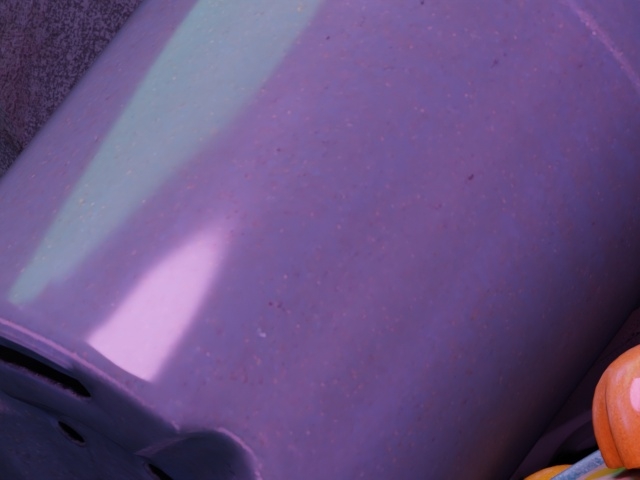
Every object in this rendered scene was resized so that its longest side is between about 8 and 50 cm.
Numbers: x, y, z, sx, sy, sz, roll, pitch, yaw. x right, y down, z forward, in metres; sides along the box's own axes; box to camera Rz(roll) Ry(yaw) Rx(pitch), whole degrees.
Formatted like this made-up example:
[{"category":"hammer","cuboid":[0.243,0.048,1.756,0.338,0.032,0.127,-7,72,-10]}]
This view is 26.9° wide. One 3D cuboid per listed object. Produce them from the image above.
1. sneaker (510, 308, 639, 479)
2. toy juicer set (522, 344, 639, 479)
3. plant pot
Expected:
[{"category":"sneaker","cuboid":[0.123,0.092,0.865,0.281,0.115,0.105,-27,-4,18]},{"category":"toy juicer set","cuboid":[0.099,0.087,0.454,0.329,0.089,0.209,-23,-5,-40]},{"category":"plant pot","cuboid":[0.000,0.000,0.653,0.334,0.341,0.341,-52,9,-28]}]
